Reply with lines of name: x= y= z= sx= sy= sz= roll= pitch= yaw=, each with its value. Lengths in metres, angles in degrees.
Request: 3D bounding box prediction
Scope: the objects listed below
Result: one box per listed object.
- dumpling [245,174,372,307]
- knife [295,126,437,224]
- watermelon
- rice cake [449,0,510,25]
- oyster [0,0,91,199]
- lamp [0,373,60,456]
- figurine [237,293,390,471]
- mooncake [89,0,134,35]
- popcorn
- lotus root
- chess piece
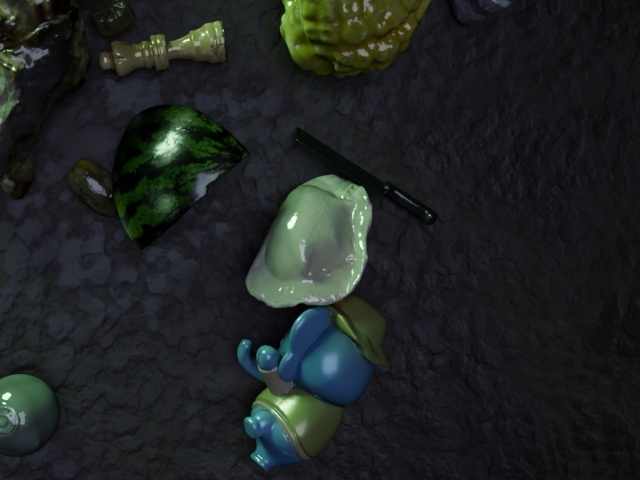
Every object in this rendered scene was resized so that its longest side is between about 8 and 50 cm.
dumpling: x=0.000 y=0.000 z=1.239 sx=0.151 sy=0.124 sz=0.229 roll=15 pitch=63 yaw=23
knife: x=0.067 y=-0.084 z=1.299 sx=0.245 sy=0.072 sz=0.019 roll=31 pitch=111 yaw=-12
watermelon: x=-0.204 y=-0.081 z=1.194 sx=0.145 sy=0.193 sz=0.137 roll=-48 pitch=144 yaw=-35
rice cake: x=0.178 y=-0.454 z=1.293 sx=0.050 sy=0.106 sz=0.298 roll=-29 pitch=97 yaw=-21
oyster: x=-0.393 y=-0.213 z=1.149 sx=0.197 sy=0.133 sz=0.337 roll=11 pitch=112 yaw=-44
lamp: x=-0.391 y=0.226 z=1.184 sx=0.105 sy=0.105 sz=0.105 roll=0 pitch=92 yaw=-13
figurine: x=-0.015 y=0.183 z=1.245 sx=0.262 sy=0.154 sz=0.180 roll=-43 pitch=108 yaw=-16
mooncake: x=-0.190 y=-0.422 z=1.232 sx=0.150 sy=0.057 sz=0.347 roll=15 pitch=81 yaw=17
popcorn: x=0.054 y=-0.365 z=1.234 sx=0.225 sy=0.173 sz=0.286 roll=-7 pitch=99 yaw=-27
lotus root: x=-0.295 y=-0.065 z=1.225 sx=0.054 sy=0.049 sz=0.099 roll=-47 pitch=106 yaw=-9
chess piece: x=-0.213 y=-0.255 z=1.234 sx=0.171 sy=0.060 sz=0.060 roll=-11 pitch=94 yaw=-9
